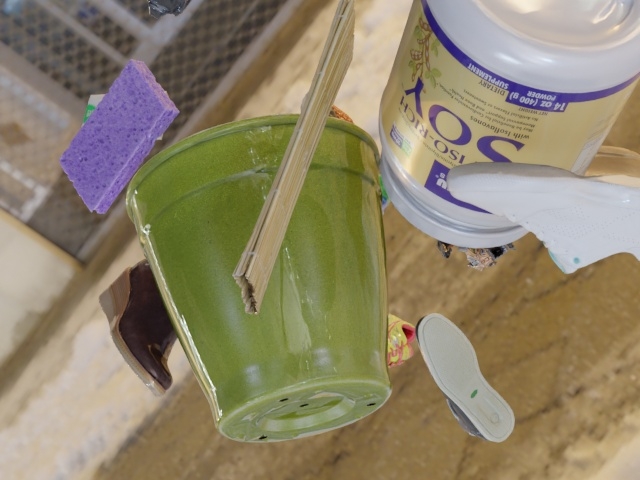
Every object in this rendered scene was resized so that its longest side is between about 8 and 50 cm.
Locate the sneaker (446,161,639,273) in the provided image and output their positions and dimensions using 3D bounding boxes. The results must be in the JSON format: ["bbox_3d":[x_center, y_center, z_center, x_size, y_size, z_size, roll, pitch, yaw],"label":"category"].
[{"bbox_3d":[0.216,-0.018,1.088,0.080,0.212,0.094,-83,1,-75],"label":"sneaker"}]

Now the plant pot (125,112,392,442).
[{"bbox_3d":[-0.058,0.074,1.622,0.366,0.366,0.353,-38,56,43],"label":"plant pot"}]

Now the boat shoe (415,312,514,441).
[{"bbox_3d":[0.207,0.213,1.836,0.084,0.233,0.079,-40,17,-21],"label":"boat shoe"}]

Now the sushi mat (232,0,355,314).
[{"bbox_3d":[-0.022,-0.085,1.211,0.151,0.019,0.316,88,-159,-70],"label":"sushi mat"}]

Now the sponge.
[{"bbox_3d":[-0.305,-0.155,1.788,0.210,0.031,0.117,-50,60,22],"label":"sponge"}]

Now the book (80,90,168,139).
[{"bbox_3d":[-0.349,-0.222,2.131,0.144,0.035,0.096,-2,53,11],"label":"book"}]

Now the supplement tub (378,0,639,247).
[{"bbox_3d":[0.193,-0.164,1.248,0.331,0.241,0.241,106,-173,-56],"label":"supplement tub"}]

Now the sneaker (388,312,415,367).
[{"bbox_3d":[0.111,0.189,2.070,0.208,0.094,0.081,-55,-22,-53],"label":"sneaker"}]

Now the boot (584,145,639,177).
[{"bbox_3d":[0.304,-0.124,1.649,0.089,0.269,0.236,108,163,-46],"label":"boot"}]

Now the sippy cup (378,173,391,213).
[{"bbox_3d":[0.000,0.000,2.080,0.240,0.305,0.224,-19,62,59],"label":"sippy cup"}]

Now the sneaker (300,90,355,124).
[{"bbox_3d":[-0.014,-0.116,1.733,0.121,0.099,0.262,-43,30,26],"label":"sneaker"}]

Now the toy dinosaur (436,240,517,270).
[{"bbox_3d":[0.299,-0.063,2.201,0.218,0.164,0.322,-32,44,9],"label":"toy dinosaur"}]

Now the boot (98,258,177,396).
[{"bbox_3d":[-0.221,0.103,1.833,0.207,0.090,0.248,-32,48,-3],"label":"boot"}]

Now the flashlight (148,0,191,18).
[{"bbox_3d":[-0.187,-0.482,1.901,0.103,0.103,0.304,-3,42,26],"label":"flashlight"}]
